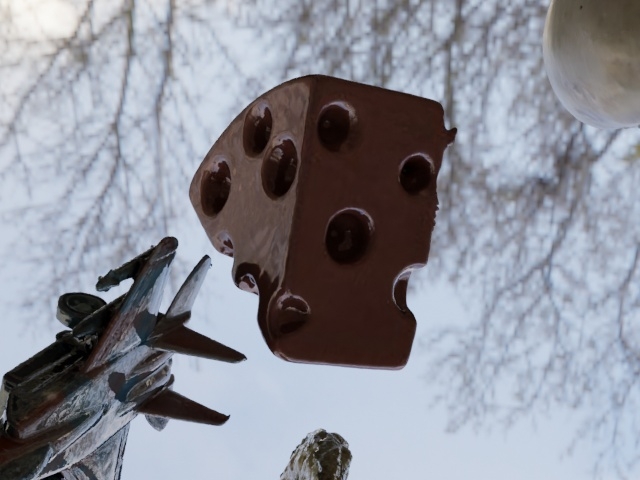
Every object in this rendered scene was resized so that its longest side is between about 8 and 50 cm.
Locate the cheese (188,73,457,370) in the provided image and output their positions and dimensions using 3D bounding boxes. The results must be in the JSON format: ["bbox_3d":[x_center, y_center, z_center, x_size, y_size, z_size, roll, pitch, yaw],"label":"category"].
[{"bbox_3d":[-0.009,-0.020,1.143,0.128,0.202,0.177,6,-176,-31],"label":"cheese"}]

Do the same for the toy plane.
[{"bbox_3d":[-0.173,0.109,0.994,0.104,0.223,0.326,28,-155,26],"label":"toy plane"}]

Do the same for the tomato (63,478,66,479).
[{"bbox_3d":[-0.325,0.372,1.434,0.293,0.290,0.325,-8,-122,-3],"label":"tomato"}]

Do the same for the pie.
[{"bbox_3d":[-0.032,0.318,1.599,0.055,0.274,0.274,24,-138,-7],"label":"pie"}]

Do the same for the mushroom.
[{"bbox_3d":[0.411,-0.203,1.533,0.362,0.294,0.362,-22,-175,2],"label":"mushroom"}]
